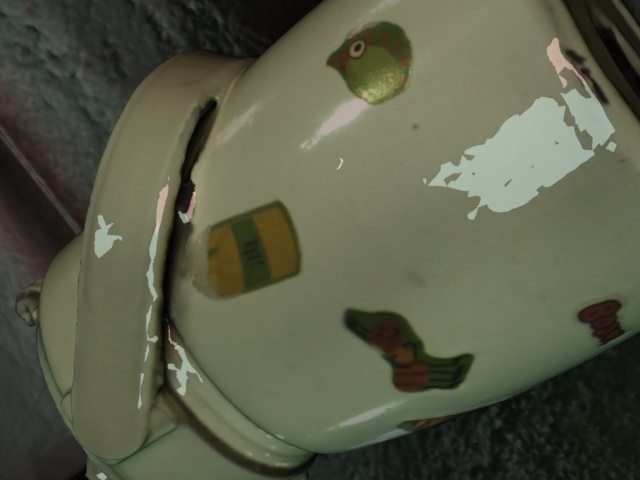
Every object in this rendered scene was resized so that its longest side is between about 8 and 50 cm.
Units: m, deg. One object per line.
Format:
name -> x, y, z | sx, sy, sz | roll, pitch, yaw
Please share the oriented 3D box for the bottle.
bottle -> 0.000, 0.000, 0.634 | 0.351, 0.229, 0.229 | -32, 95, 24
